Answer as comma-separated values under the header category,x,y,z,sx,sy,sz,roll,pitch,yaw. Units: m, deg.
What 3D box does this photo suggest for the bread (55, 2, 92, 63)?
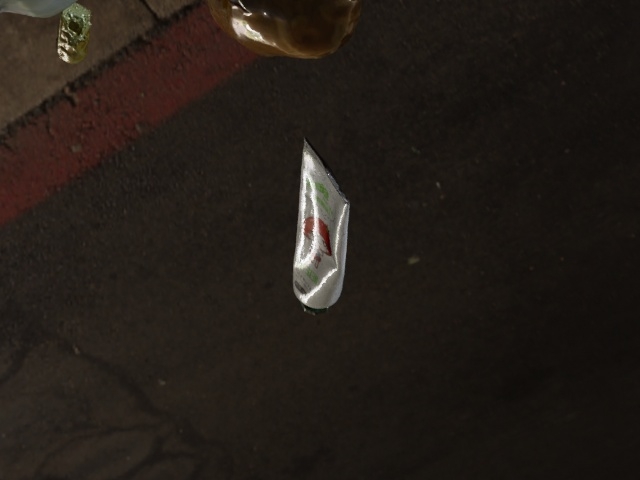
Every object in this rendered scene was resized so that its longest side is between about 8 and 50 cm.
category,x,y,z,sx,sy,sz,roll,pitch,yaw
bread,-0.445,-0.367,1.552,0.060,0.066,0.110,-28,156,-41

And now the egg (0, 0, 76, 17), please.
category,x,y,z,sx,sy,sz,roll,pitch,yaw
egg,-0.185,-0.237,0.452,0.183,0.183,0.217,3,119,-20

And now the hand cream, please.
category,x,y,z,sx,sy,sz,roll,pitch,yaw
hand cream,0.000,0.000,1.308,0.076,0.121,0.336,-25,147,-21

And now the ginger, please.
category,x,y,z,sx,sy,sz,roll,pitch,yaw
ginger,-0.084,-0.339,1.076,0.172,0.321,0.165,-46,158,23
